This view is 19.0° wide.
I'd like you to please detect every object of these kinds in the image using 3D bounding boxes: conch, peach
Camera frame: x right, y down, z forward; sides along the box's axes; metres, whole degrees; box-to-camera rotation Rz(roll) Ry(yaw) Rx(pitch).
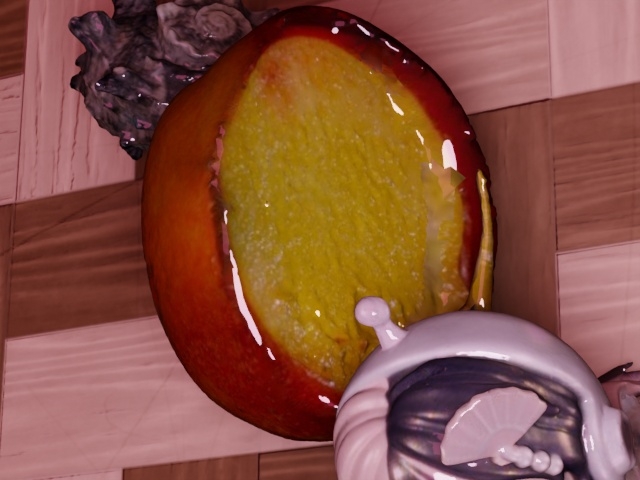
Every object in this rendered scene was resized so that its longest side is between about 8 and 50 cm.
[{"bbox_3d":[-0.152,-0.196,2.081,0.240,0.186,0.313,-35,36,-17],"label":"conch"},{"bbox_3d":[-0.009,-0.011,1.842,0.335,0.310,0.406,-10,85,-21],"label":"peach"}]

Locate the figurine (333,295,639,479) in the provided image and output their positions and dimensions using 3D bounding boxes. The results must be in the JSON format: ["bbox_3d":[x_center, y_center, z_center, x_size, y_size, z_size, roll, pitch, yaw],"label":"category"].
[{"bbox_3d":[0.161,0.184,1.652,0.253,0.361,0.211,-45,51,27],"label":"figurine"}]
